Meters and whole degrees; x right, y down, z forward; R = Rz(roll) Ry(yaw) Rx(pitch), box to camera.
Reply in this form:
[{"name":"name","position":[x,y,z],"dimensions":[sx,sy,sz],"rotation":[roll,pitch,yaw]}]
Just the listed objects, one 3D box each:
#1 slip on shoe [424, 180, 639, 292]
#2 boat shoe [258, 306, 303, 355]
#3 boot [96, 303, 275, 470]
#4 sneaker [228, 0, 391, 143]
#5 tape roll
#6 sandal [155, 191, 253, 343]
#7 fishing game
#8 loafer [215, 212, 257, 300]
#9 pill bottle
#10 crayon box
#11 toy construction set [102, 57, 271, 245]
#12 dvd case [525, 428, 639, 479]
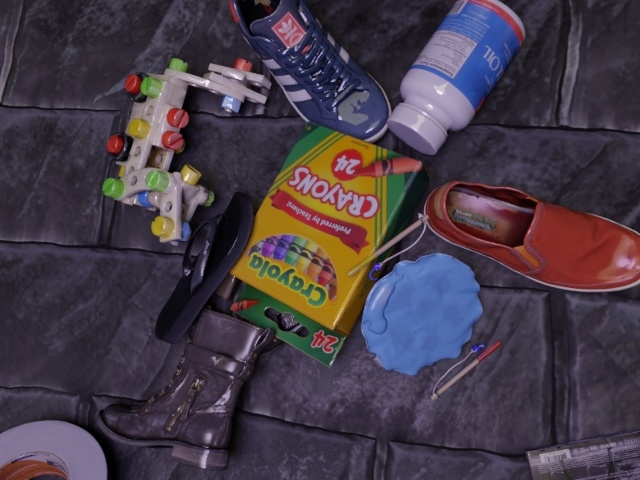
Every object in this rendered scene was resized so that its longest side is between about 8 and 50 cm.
[{"name":"slip on shoe","position":[0.314,-0.009,0.792],"dimensions":[0.331,0.101,0.123],"rotation":[19,84,9]},{"name":"boat shoe","position":[-0.065,0.136,0.860],"dimensions":[0.133,0.042,0.049],"rotation":[-34,81,4]},{"name":"boot","position":[-0.207,0.210,0.846],"dimensions":[0.262,0.091,0.229],"rotation":[7,74,23]},{"name":"sneaker","position":[-0.028,-0.293,0.858],"dimensions":[0.131,0.148,0.350],"rotation":[-45,79,1]},{"name":"tape roll","position":[-0.422,0.380,0.800],"dimensions":[0.219,0.072,0.219],"rotation":[4,40,-4]},{"name":"sandal","position":[-0.179,0.038,0.815],"dimensions":[0.054,0.097,0.255],"rotation":[32,89,-31]},{"name":"fishing game","position":[0.142,0.105,0.779],"dimensions":[0.189,0.041,0.264],"rotation":[-40,113,-3]},{"name":"loafer","position":[-0.140,0.022,0.878],"dimensions":[0.050,0.056,0.148],"rotation":[21,86,4]},{"name":"pill bottle","position":[0.199,-0.245,0.830],"dimensions":[0.124,0.124,0.222],"rotation":[34,89,11]},{"name":"crayon box","position":[0.000,0.000,0.816],"dimensions":[0.202,0.081,0.319],"rotation":[24,83,25]},{"name":"toy construction set","position":[-0.225,-0.163,0.868],"dimensions":[0.215,0.151,0.328],"rotation":[18,76,35]},{"name":"dvd case","position":[0.399,0.393,0.765],"dimensions":[0.164,0.018,0.221],"rotation":[-13,80,5]}]
